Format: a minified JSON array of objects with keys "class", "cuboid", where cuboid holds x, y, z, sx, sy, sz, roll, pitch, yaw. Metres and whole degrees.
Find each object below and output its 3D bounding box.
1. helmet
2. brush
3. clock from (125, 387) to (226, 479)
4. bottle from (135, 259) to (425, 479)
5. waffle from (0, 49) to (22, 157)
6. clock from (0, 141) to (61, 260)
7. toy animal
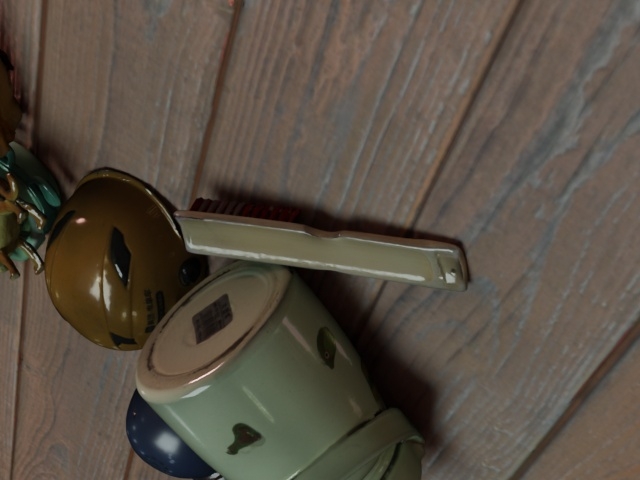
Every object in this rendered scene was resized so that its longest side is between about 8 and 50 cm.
[{"class":"helmet","cuboid":[-0.239,0.041,1.576,0.198,0.130,0.224,20,141,24]},{"class":"brush","cuboid":[0.000,0.000,1.374,0.321,0.050,0.060,8,133,28]},{"class":"clock","cuboid":[-0.130,0.252,1.706,0.243,0.146,0.199,45,151,-20]},{"class":"bottle","cuboid":[-0.019,0.210,1.479,0.229,0.229,0.352,-7,128,48]},{"class":"waffle","cuboid":[-0.493,-0.242,1.442,0.261,0.114,0.376,10,144,20]},{"class":"clock","cuboid":[-0.376,-0.059,1.653,0.148,0.060,0.188,46,146,-8]},{"class":"toy animal","cuboid":[-0.369,-0.015,1.582,0.099,0.057,0.241,38,148,14]}]
